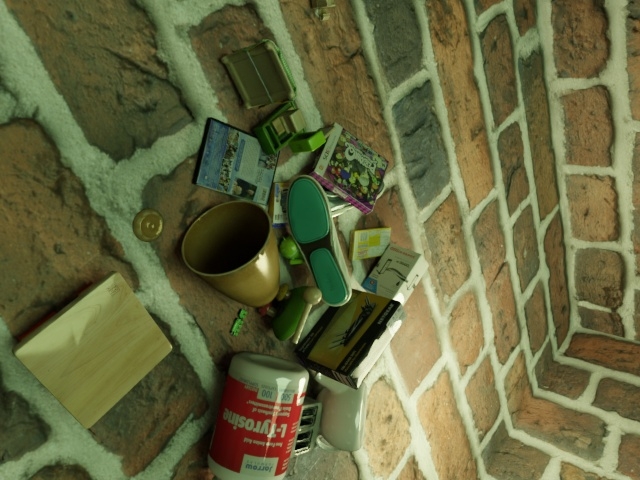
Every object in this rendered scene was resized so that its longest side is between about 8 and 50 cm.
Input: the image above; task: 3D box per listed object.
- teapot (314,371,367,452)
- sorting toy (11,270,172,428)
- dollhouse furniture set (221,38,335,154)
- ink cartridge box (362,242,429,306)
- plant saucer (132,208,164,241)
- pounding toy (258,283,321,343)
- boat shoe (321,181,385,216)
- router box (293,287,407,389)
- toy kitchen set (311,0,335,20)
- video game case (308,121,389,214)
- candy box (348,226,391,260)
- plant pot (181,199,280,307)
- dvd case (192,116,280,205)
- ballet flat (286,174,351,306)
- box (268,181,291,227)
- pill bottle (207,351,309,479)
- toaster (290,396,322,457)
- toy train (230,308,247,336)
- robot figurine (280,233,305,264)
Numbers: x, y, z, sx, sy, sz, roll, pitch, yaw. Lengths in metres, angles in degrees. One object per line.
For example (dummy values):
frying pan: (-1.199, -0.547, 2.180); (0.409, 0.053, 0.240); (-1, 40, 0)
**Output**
teapot: (0.055, 0.586, 1.809); (0.252, 0.187, 0.256); (65, 30, -67)
sorting toy: (-0.513, 0.238, 1.212); (0.257, 0.089, 0.255); (-45, 127, -31)
dollhouse furniture set: (-0.098, -0.396, 1.420); (0.151, 0.198, 0.301); (-47, 124, -35)
ink cartridge box: (0.271, 0.127, 1.931); (0.203, 0.148, 0.086); (-56, 136, -12)
plant saucer: (-0.417, -0.036, 1.308); (0.083, 0.015, 0.083); (-11, 106, -44)
pounding toy: (-0.104, 0.192, 1.563); (0.110, 0.237, 0.183); (34, 76, -14)
boat shoe: (0.092, -0.165, 1.733); (0.319, 0.116, 0.099); (-26, 120, -34)
router box: (0.099, 0.306, 1.745); (0.309, 0.243, 0.081); (-50, 129, -28)
toy kitchen set: (0.026, -0.690, 1.582); (0.083, 0.075, 0.068); (-26, 117, -35)
video game case: (0.094, -0.227, 1.684); (0.232, 0.042, 0.210); (33, 60, -20)
candy box: (0.180, 0.008, 1.920); (0.206, 0.027, 0.105); (-6, 107, -45)
plant pot: (-0.205, 0.063, 1.422); (0.237, 0.237, 0.254); (-54, 147, -24)
dvd case: (-0.222, -0.210, 1.467); (0.253, 0.022, 0.180); (15, 87, -46)
ballet flat: (0.000, 0.000, 1.601); (0.139, 0.139, 0.400); (-22, 96, -41)
box: (-0.115, -0.105, 1.594); (0.081, 0.028, 0.136); (-5, 100, -45)
pill bottle: (-0.186, 0.541, 1.511); (0.229, 0.229, 0.407); (16, 86, -46)
toaster: (-0.087, 0.580, 1.688); (0.186, 0.110, 0.168); (19, 83, -58)
toy train: (-0.238, 0.237, 1.548); (0.024, 0.017, 0.083); (31, 76, -35)
robot figurine: (-0.076, 0.029, 1.633); (0.115, 0.067, 0.101); (28, 52, -43)
